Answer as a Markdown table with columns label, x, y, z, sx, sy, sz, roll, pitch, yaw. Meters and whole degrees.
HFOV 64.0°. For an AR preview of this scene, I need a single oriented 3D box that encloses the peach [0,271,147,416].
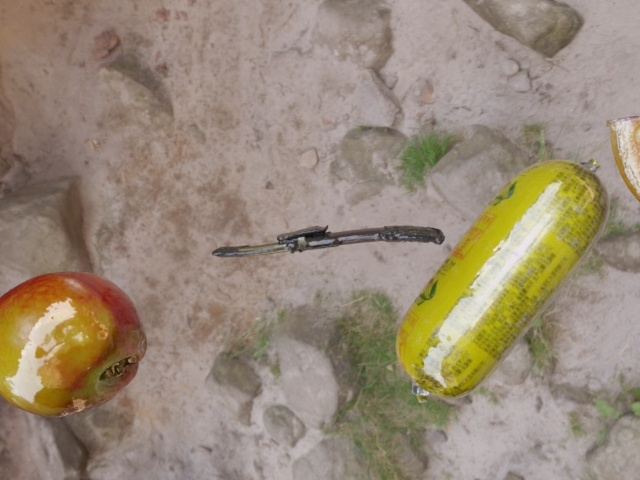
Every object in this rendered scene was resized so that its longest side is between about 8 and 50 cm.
| label | x | y | z | sx | sy | sz | roll | pitch | yaw |
| --- | --- | --- | --- | --- | --- | --- | --- | --- | --- |
| peach | -0.328 | 0.125 | 0.654 | 0.197 | 0.197 | 0.197 | 16 | 118 | 32 |

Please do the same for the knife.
| label | x | y | z | sx | sy | sz | roll | pitch | yaw |
| --- | --- | --- | --- | --- | --- | --- | --- | --- | --- |
| knife | 0.002 | -0.002 | 0.470 | 0.222 | 0.045 | 0.021 | -4 | 109 | 20 |

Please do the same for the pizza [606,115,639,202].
| label | x | y | z | sx | sy | sz | roll | pitch | yaw |
| --- | --- | --- | --- | --- | --- | --- | --- | --- | --- |
| pizza | 0.293 | -0.057 | 0.431 | 0.100 | 0.029 | 0.099 | -1 | 90 | 8 |

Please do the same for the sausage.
| label | x | y | z | sx | sy | sz | roll | pitch | yaw |
| --- | --- | --- | --- | --- | --- | --- | --- | --- | --- |
| sausage | 0.208 | 0.042 | 0.597 | 0.123 | 0.123 | 0.347 | 38 | 92 | 19 |
